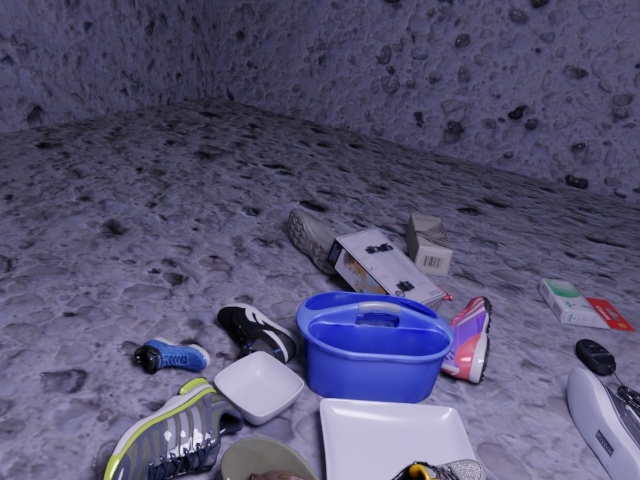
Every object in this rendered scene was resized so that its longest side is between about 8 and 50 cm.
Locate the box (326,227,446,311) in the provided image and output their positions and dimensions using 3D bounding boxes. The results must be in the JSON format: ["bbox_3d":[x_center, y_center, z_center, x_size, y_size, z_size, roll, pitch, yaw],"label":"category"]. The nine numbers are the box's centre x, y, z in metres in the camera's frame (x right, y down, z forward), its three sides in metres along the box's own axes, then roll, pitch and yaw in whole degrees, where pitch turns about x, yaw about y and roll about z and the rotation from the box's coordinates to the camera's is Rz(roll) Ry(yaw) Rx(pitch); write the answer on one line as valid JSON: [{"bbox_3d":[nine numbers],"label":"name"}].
[{"bbox_3d":[0.170,0.097,1.491,0.169,0.087,0.290,-14,48,-40],"label":"box"}]

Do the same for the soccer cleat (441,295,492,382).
[{"bbox_3d":[0.348,0.220,1.355,0.116,0.109,0.318,11,27,14],"label":"soccer cleat"}]

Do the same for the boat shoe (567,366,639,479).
[{"bbox_3d":[0.593,0.372,1.104,0.102,0.108,0.301,5,27,-8],"label":"boat shoe"}]

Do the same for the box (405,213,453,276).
[{"bbox_3d":[0.348,0.010,1.816,0.113,0.094,0.275,8,25,-2],"label":"box"}]

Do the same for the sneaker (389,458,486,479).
[{"bbox_3d":[0.171,0.380,0.845,0.225,0.093,0.088,-8,29,-34],"label":"sneaker"}]

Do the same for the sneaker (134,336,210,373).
[{"bbox_3d":[-0.303,0.241,1.127,0.152,0.058,0.084,14,19,20],"label":"sneaker"}]

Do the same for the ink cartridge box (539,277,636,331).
[{"bbox_3d":[0.780,0.187,1.636,0.224,0.056,0.181,6,25,-4],"label":"ink cartridge box"}]

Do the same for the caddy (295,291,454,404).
[{"bbox_3d":[0.111,0.208,1.202,0.340,0.179,0.241,5,26,-9],"label":"caddy"}]

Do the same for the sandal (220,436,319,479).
[{"bbox_3d":[-0.038,0.390,0.816,0.120,0.086,0.302,-42,49,-19],"label":"sandal"}]

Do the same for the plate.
[{"bbox_3d":[0.139,0.392,0.974,0.277,0.045,0.277,6,26,-7],"label":"plate"}]

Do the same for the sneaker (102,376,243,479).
[{"bbox_3d":[-0.231,0.334,0.902,0.121,0.111,0.300,22,29,17],"label":"sneaker"}]

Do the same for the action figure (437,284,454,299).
[{"bbox_3d":[0.331,0.143,1.603,0.115,0.030,0.038,28,25,31],"label":"action figure"}]

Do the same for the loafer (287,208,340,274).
[{"bbox_3d":[0.000,0.000,1.712,0.111,0.112,0.319,-2,34,-34],"label":"loafer"}]

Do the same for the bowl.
[{"bbox_3d":[-0.120,0.291,1.082,0.142,0.053,0.142,28,33,31],"label":"bowl"}]

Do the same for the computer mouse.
[{"bbox_3d":[0.694,0.325,1.333,0.071,0.041,0.242,3,32,-17],"label":"computer mouse"}]

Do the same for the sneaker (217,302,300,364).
[{"bbox_3d":[-0.162,0.211,1.219,0.216,0.079,0.121,21,27,23],"label":"sneaker"}]
